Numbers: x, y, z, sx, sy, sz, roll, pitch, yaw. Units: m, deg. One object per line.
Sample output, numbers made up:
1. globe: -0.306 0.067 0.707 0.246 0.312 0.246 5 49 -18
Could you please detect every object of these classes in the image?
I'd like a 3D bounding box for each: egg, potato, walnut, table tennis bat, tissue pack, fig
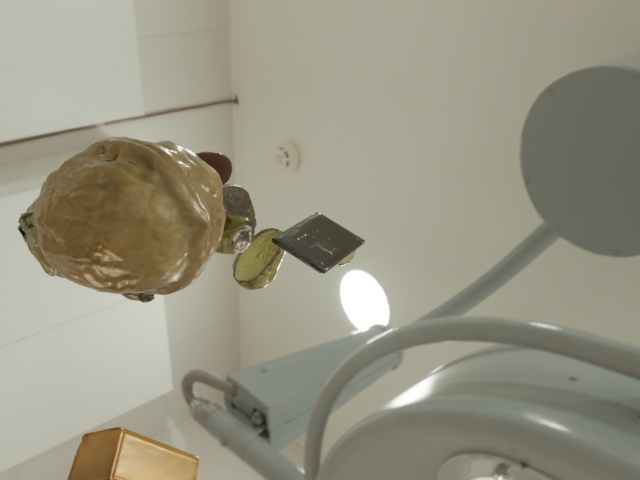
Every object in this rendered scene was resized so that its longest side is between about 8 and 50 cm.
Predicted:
1. egg: 0.051 0.017 1.510 0.071 0.083 0.071 20 -28 11
2. potato: -0.160 0.061 1.814 0.164 0.201 0.081 0 -37 39
3. walnut: -0.327 -0.044 1.142 0.343 0.306 0.306 7 -66 29
4. table tennis bat: -0.366 -0.200 1.839 0.022 0.234 0.131 54 -45 44
5. tissue pack: -0.491 0.611 1.686 0.194 0.274 0.145 -21 -133 31
6. fig: -0.222 -0.040 1.405 0.165 0.144 0.154 -10 -57 17

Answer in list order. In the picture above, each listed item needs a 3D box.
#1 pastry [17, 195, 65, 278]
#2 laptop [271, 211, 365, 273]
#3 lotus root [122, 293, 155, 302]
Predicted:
1. pastry: -0.482 -0.029 1.328 0.120 0.257 0.236 11 -34 46
2. laptop: 0.000 0.000 1.271 0.129 0.180 0.016 32 -58 16
3. lotus root: -0.481 0.089 1.661 0.214 0.138 0.139 -120 -147 -42
